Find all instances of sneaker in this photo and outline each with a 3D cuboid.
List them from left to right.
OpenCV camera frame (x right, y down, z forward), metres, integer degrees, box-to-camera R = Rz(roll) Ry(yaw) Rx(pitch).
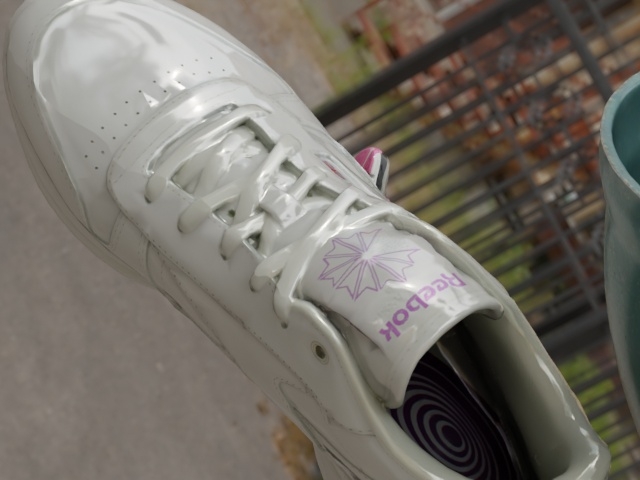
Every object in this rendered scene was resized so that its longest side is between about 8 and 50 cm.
[{"bbox_3d":[0.000,0.000,0.607,0.305,0.114,0.152,46,-20,2],"label":"sneaker"},{"bbox_3d":[0.057,-0.008,1.580,0.063,0.074,0.170,-168,-97,-65],"label":"sneaker"}]

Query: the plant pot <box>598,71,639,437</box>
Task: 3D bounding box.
[{"bbox_3d":[0.245,0.058,0.599,0.293,0.293,0.196,-95,-174,-64],"label":"plant pot"}]
